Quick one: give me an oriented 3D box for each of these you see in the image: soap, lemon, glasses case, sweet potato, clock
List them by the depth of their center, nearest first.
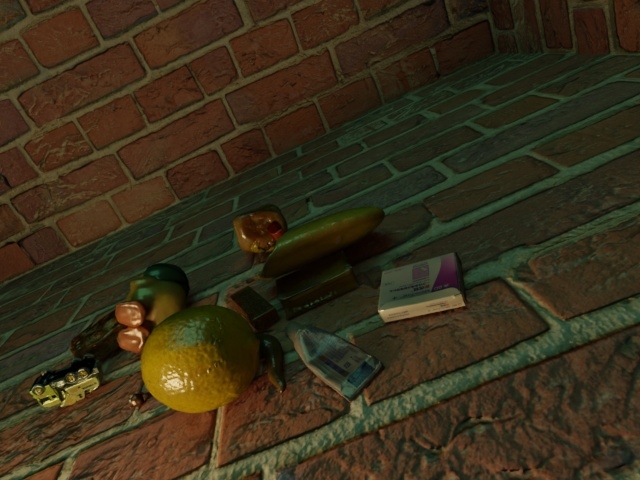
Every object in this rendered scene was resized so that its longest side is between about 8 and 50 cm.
[{"bbox_3d":[-0.277,0.272,0.997,0.268,0.267,0.267,-21,25,10],"label":"lemon"},{"bbox_3d":[-0.123,0.282,1.057,0.069,0.059,0.249,-50,31,-3],"label":"sweet potato"},{"bbox_3d":[-0.015,0.124,1.239,0.233,0.076,0.135,-26,23,2],"label":"soap"},{"bbox_3d":[-0.204,0.204,1.291,0.075,0.049,0.218,-29,24,-22],"label":"glasses case"},{"bbox_3d":[-0.002,-0.003,1.309,0.428,0.115,0.306,-22,-12,-18],"label":"soap"},{"bbox_3d":[-0.122,0.009,1.476,0.061,0.155,0.113,-38,25,-3],"label":"clock"}]

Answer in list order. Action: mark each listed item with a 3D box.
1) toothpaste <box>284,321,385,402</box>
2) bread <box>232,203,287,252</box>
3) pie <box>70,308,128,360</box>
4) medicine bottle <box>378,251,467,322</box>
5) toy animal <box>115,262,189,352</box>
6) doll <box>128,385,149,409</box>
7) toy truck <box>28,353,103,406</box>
[{"bbox_3d":[0.013,0.257,0.980,0.282,0.068,0.099,23,83,47],"label":"toothpaste"},{"bbox_3d":[-0.229,-0.041,1.654,0.196,0.176,0.246,-18,9,-7],"label":"bread"},{"bbox_3d":[-0.768,0.329,1.537,0.308,0.085,0.308,-25,25,13],"label":"pie"},{"bbox_3d":[0.246,0.116,1.038,0.201,0.052,0.171,-17,27,23],"label":"medicine bottle"},{"bbox_3d":[-0.552,0.207,1.460,0.191,0.215,0.338,4,24,-1],"label":"toy animal"},{"bbox_3d":[-0.479,0.416,1.154,0.085,0.040,0.058,-36,16,-21],"label":"doll"},{"bbox_3d":[-0.752,0.432,1.289,0.191,0.116,0.085,-20,24,-9],"label":"toy truck"}]
